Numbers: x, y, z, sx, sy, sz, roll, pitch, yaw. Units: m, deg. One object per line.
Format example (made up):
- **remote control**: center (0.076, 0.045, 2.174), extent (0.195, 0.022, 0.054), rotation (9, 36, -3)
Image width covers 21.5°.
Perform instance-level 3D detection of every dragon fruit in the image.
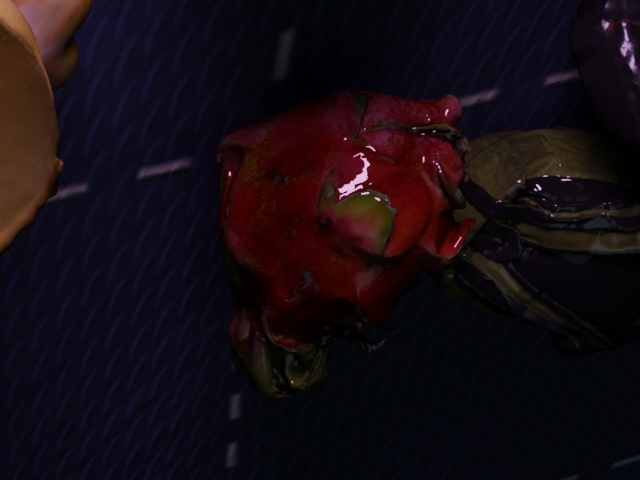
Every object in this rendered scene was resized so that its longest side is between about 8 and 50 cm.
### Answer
- **dragon fruit**: center (0.021, 0.005, 1.322), extent (0.200, 0.198, 0.269), rotation (-2, 121, 0)

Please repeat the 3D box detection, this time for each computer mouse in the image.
- **computer mouse**: center (0.324, -0.123, 1.385), extent (0.116, 0.183, 0.323), rotation (-22, 152, 33)

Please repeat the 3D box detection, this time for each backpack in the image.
- **backpack**: center (0.212, -0.004, 1.484), extent (0.253, 0.140, 0.207), rotation (11, 128, -29)

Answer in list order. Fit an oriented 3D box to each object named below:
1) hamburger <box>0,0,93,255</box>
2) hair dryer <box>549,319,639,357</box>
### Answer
- **hamburger**: center (-0.276, -0.109, 0.991), extent (0.303, 0.186, 0.261), rotation (-5, 137, -15)
- **hair dryer**: center (0.292, 0.005, 1.630), extent (0.128, 0.070, 0.255), rotation (-17, 135, -16)
